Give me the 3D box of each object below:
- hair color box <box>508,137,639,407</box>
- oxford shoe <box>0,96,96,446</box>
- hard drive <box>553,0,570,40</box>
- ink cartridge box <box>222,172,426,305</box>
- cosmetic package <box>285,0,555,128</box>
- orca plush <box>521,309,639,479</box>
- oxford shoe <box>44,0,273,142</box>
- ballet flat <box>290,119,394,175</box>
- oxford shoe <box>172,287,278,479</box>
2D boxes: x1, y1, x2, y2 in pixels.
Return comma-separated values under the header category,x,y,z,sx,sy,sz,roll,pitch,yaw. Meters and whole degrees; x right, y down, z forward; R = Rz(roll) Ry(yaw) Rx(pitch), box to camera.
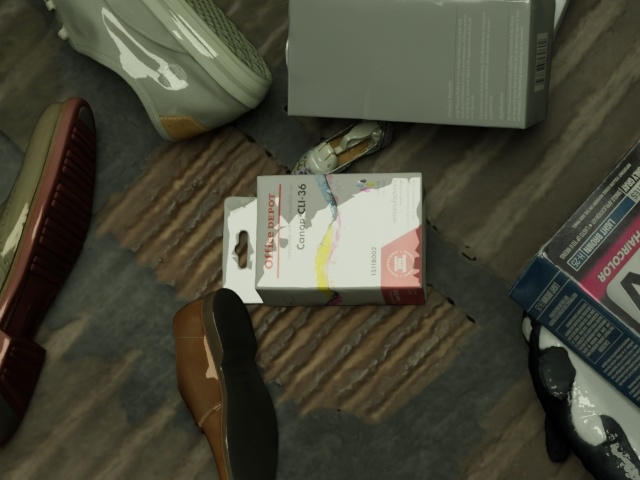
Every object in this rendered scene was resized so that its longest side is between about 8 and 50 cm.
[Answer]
category,x,y,z,sx,sy,sz,roll,pitch,yaw
hair color box,0.357,0.086,1.709,0.347,0.105,0.174,41,65,7
oxford shoe,-0.312,0.016,1.854,0.130,0.123,0.348,14,75,16
hard drive,0.166,-0.314,1.887,0.203,0.040,0.307,23,95,13
ink cartridge box,0.000,0.000,1.846,0.198,0.067,0.115,-2,74,7
cosmetic package,0.092,-0.175,1.834,0.238,0.107,0.127,7,102,20
orca plush,0.257,0.174,1.771,0.151,0.102,0.287,-24,70,-48
oxford shoe,-0.229,-0.268,1.916,0.130,0.169,0.449,-45,73,14
ballet flat,0.019,-0.089,1.885,0.114,0.041,0.041,-31,72,-2
oxford shoe,-0.093,0.157,1.822,0.076,0.076,0.212,-21,72,32
